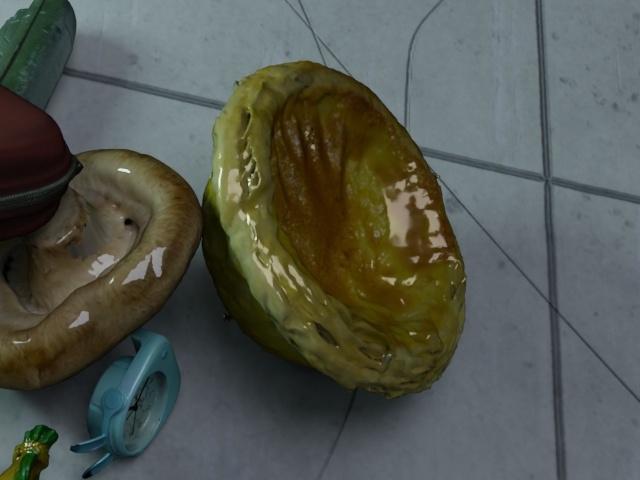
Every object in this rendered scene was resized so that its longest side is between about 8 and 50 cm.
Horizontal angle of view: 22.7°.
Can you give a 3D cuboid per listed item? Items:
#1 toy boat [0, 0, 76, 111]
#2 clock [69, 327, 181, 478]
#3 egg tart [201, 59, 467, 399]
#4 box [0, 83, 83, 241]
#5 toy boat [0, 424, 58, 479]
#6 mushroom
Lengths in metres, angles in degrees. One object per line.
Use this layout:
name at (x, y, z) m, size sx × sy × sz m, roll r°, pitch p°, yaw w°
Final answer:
toy boat at (-0.341, -0.167, 1.750) m, size 0.085 × 0.078 × 0.260 m, roll 7°, pitch 52°, yaw 13°
clock at (-0.193, 0.167, 1.575) m, size 0.045 × 0.108 × 0.147 m, roll 19°, pitch 57°, yaw 20°
egg tart at (0.000, 0.000, 1.665) m, size 0.388 × 0.169 × 0.387 m, roll 35°, pitch 42°, yaw -40°
box at (-0.422, -0.108, 1.545) m, size 0.263 × 0.108 × 0.404 m, roll -14°, pitch 32°, yaw -39°
toy boat at (-0.265, 0.278, 1.481) m, size 0.088 × 0.089 × 0.229 m, roll -14°, pitch 60°, yaw -12°
mushroom at (-0.241, 0.026, 1.579) m, size 0.278 × 0.146 × 0.278 m, roll -17°, pitch 44°, yaw 17°
